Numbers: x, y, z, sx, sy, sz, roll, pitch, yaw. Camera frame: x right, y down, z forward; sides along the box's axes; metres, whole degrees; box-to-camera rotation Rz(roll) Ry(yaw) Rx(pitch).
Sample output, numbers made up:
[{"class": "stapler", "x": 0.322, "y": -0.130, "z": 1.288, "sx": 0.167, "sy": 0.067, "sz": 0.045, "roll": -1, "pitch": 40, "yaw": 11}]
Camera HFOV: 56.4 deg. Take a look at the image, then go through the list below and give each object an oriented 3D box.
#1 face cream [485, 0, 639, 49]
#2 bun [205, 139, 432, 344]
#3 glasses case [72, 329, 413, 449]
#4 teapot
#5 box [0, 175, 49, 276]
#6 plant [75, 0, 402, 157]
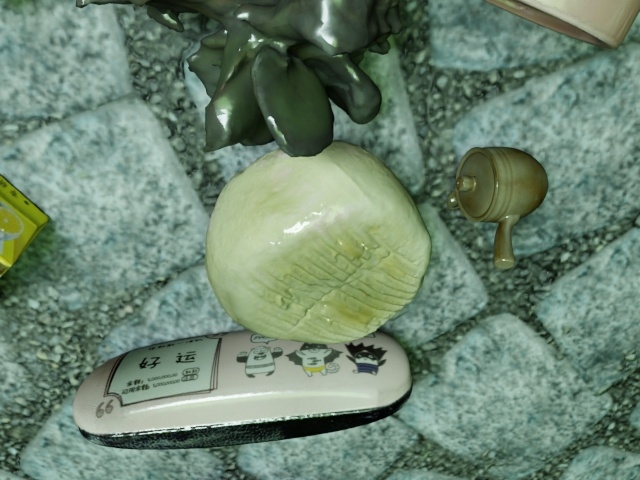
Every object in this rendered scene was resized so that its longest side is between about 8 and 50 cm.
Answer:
[{"class": "face cream", "x": 0.162, "y": -0.210, "z": 0.410, "sx": 0.149, "sy": 0.149, "sz": 0.104, "roll": 19, "pitch": 113, "yaw": -12}, {"class": "bun", "x": 0.000, "y": 0.000, "z": 0.508, "sx": 0.178, "sy": 0.128, "sz": 0.193, "roll": -37, "pitch": 136, "yaw": 19}, {"class": "glasses case", "x": -0.070, "y": 0.136, "z": 0.567, "sx": 0.314, "sy": 0.122, "sz": 0.075, "roll": -5, "pitch": 109, "yaw": -2}, {"class": "teapot", "x": 0.157, "y": -0.026, "z": 0.528, "sx": 0.080, "sy": 0.110, "sz": 0.085, "roll": -2, "pitch": 160, "yaw": -18}, {"class": "box", "x": -0.389, "y": 0.022, "z": 0.503, "sx": 0.265, "sy": 0.097, "sz": 0.168, "roll": -36, "pitch": 111, "yaw": 12}, {"class": "plant", "x": -0.047, "y": -0.189, "z": 0.389, "sx": 0.188, "sy": 0.199, "sz": 0.276, "roll": -4, "pitch": 112, "yaw": 4}]
